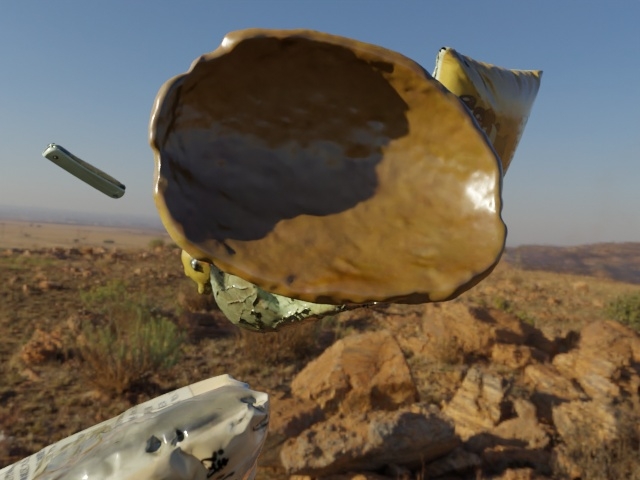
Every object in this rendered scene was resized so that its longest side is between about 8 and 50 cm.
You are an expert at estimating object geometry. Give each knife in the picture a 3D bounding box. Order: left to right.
[{"bbox_3d":[-0.429,-0.127,1.083,0.044,0.023,0.162,-26,-42,27],"label":"knife"}]

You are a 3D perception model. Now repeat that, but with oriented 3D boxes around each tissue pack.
[{"bbox_3d":[-0.246,0.303,0.703,0.390,0.195,0.375,-22,-22,-18],"label":"tissue pack"}]

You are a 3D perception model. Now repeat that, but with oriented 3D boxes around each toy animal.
[{"bbox_3d":[-0.257,-0.008,1.429,0.195,0.281,0.169,11,-18,-6],"label":"toy animal"}]

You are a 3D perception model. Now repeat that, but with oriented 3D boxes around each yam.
[{"bbox_3d":[0.000,0.000,0.550,0.154,0.153,0.254,3,-17,-31],"label":"yam"}]

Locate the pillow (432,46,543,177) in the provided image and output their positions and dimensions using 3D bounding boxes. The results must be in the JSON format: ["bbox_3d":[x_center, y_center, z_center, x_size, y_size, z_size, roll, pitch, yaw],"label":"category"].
[{"bbox_3d":[0.259,-0.174,1.049,0.312,0.310,0.119,-4,27,-44],"label":"pillow"}]

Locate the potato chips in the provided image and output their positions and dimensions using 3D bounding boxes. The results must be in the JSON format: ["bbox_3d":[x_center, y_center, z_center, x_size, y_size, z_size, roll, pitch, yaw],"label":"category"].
[{"bbox_3d":[0.006,-0.038,0.333,0.202,0.150,0.049,5,-12,-14],"label":"potato chips"}]
